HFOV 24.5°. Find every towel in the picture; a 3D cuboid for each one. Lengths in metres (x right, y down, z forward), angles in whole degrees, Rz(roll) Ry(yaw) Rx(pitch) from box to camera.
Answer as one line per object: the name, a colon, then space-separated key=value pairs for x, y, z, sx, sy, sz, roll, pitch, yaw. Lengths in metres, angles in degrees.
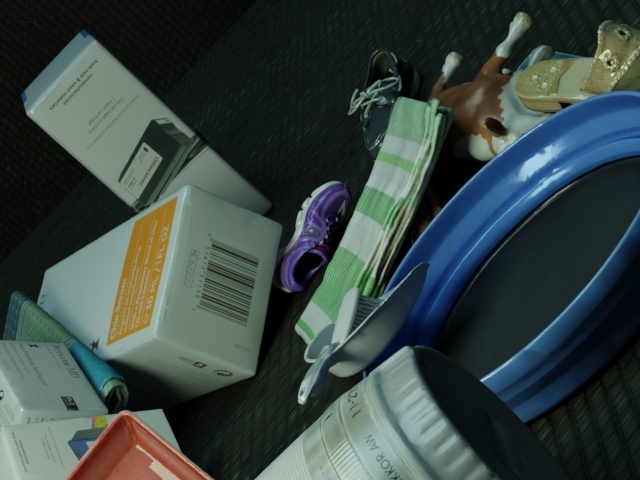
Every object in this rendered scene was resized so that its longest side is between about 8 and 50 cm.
towel: x=0.058 y=-0.016 z=1.738 sx=0.248 sy=0.038 sz=0.325 roll=-145 pitch=76 yaw=-79
towel: x=-0.374 y=0.250 z=2.034 sx=0.370 sy=0.040 sz=0.271 roll=30 pitch=109 yaw=55

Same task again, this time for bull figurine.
bull figurine: x=0.196 y=-0.155 z=1.751 sx=0.188 sy=0.101 sz=0.310 roll=-62 pitch=19 yaw=-18

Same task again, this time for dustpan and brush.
dustpan and brush: x=0.024 y=0.101 z=1.458 sx=0.147 sy=0.060 sz=0.211 roll=-36 pitch=21 yaw=35

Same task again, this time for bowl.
bowl: x=0.202 y=0.026 z=1.420 sx=0.391 sy=0.077 sz=0.391 roll=-43 pitch=18 yaw=18

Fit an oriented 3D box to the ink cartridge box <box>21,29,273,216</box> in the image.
ink cartridge box: x=-0.291 y=-0.150 z=2.439 sx=0.166 sy=0.395 sz=0.285 roll=-47 pitch=18 yaw=-1

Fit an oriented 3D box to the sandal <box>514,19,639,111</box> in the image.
sandal: x=0.293 y=-0.187 z=1.524 sx=0.240 sy=0.079 sz=0.088 roll=-3 pitch=49 yaw=41

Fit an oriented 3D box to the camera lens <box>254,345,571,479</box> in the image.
camera lens: x=0.043 y=0.243 z=1.113 sx=0.274 sy=0.219 sz=0.219 roll=-45 pitch=18 yaw=12

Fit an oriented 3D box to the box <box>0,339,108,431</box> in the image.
box: x=-0.374 y=0.246 z=1.886 sx=0.181 sy=0.119 sz=0.182 roll=43 pitch=120 yaw=51

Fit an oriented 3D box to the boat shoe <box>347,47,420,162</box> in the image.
boat shoe: x=0.092 y=-0.201 z=2.145 sx=0.095 sy=0.079 sz=0.254 roll=-37 pitch=21 yaw=33

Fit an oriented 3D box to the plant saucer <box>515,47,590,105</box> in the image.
plant saucer: x=0.280 y=-0.198 z=1.795 sx=0.067 sy=0.018 sz=0.192 roll=-49 pitch=18 yaw=0

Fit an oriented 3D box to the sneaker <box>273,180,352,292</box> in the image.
sneaker: x=0.000 y=0.000 z=2.008 sx=0.071 sy=0.068 sz=0.170 roll=16 pitch=75 yaw=56

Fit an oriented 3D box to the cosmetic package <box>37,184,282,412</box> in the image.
cosmetic package: x=-0.254 y=0.109 z=2.097 sx=0.453 sy=0.161 sz=0.230 roll=-27 pitch=47 yaw=51

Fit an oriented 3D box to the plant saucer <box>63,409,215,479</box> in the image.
plant saucer: x=-0.183 y=0.348 z=1.496 sx=0.258 sy=0.259 sz=0.048 roll=-52 pitch=-24 yaw=-8

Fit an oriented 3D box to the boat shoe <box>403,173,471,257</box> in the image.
boat shoe: x=0.124 y=-0.018 z=1.702 sx=0.073 sy=0.073 sz=0.207 roll=-42 pitch=19 yaw=15

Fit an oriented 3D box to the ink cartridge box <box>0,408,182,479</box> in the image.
ink cartridge box: x=-0.287 y=0.289 z=1.756 sx=0.093 sy=0.212 sz=0.154 roll=63 pitch=140 yaw=35
